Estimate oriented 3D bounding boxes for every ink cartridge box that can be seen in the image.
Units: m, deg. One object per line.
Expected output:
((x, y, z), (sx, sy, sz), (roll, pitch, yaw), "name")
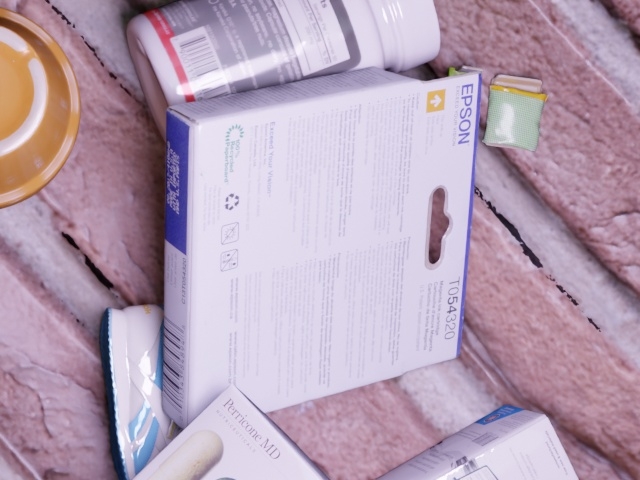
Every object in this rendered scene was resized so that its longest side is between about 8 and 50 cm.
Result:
((0.145, 0.248, 1.929), (0.190, 0.139, 0.082), (-30, 95, -10), "ink cartridge box")
((0.000, 0.000, 1.863), (0.330, 0.071, 0.324), (-13, 118, -33), "ink cartridge box")

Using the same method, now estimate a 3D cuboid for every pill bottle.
((-0.036, -0.195, 1.902), (0.283, 0.161, 0.161), (-22, 92, -11), "pill bottle")

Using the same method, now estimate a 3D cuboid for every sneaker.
((-0.164, 0.178, 1.902), (0.092, 0.087, 0.229), (-5, 91, -14), "sneaker")

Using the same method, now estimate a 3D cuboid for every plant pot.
((-0.329, -0.135, 1.830), (0.205, 0.188, 0.205), (0, 87, -11), "plant pot")

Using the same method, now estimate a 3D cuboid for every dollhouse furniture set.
((0.170, -0.141, 1.991), (0.151, 0.058, 0.076), (8, 87, -10), "dollhouse furniture set")

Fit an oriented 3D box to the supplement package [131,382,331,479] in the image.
((-0.089, 0.316, 1.805), (0.262, 0.198, 0.199), (-44, 62, -4), "supplement package")
